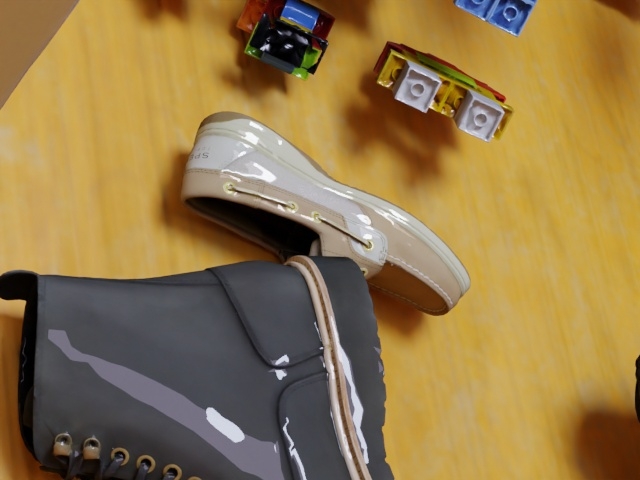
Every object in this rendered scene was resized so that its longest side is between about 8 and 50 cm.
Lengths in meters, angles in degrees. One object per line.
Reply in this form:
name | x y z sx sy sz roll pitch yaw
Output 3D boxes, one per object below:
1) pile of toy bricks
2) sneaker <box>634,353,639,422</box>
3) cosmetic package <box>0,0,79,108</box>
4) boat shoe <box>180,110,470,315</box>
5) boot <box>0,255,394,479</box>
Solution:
pile of toy bricks | 0.004 -0.136 0.680 0.212 0.118 0.105 25 15 -8
sneaker | 0.227 0.128 0.676 0.276 0.135 0.098 56 32 -26
cosmetic package | -0.255 -0.203 0.380 0.329 0.327 0.394 7 61 -30
boat shoe | 0.000 0.000 0.627 0.135 0.050 0.045 31 63 -12
boot | -0.043 0.100 0.537 0.137 0.077 0.198 1 60 -22
